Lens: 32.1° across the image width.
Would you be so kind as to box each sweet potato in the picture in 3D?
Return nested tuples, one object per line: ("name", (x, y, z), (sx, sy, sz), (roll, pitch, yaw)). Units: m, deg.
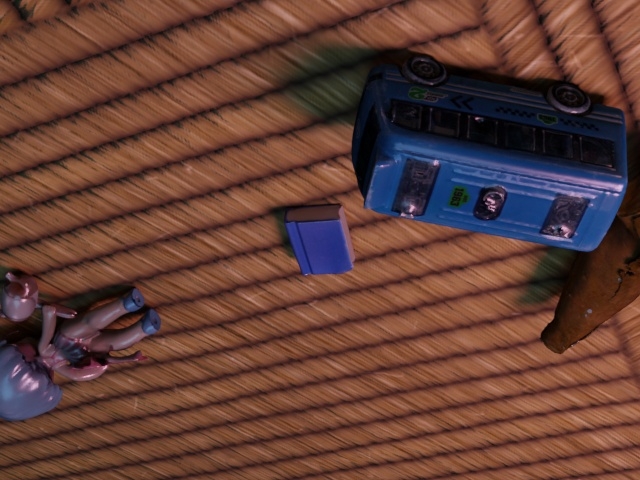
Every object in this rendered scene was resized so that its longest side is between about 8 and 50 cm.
("sweet potato", (0.297, 0.017, 1.136), (0.112, 0.085, 0.285), (-18, 154, -29))

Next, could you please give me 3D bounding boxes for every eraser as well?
("eraser", (0.000, 0.000, 1.217), (0.063, 0.027, 0.084), (-4, 135, 12))

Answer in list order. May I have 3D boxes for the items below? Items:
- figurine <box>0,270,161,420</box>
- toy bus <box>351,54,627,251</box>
("figurine", (-0.326, 0.127, 1.352), (0.260, 0.102, 0.205), (-25, 130, 19))
("toy bus", (0.153, -0.076, 1.034), (0.247, 0.134, 0.113), (10, 137, -4))
